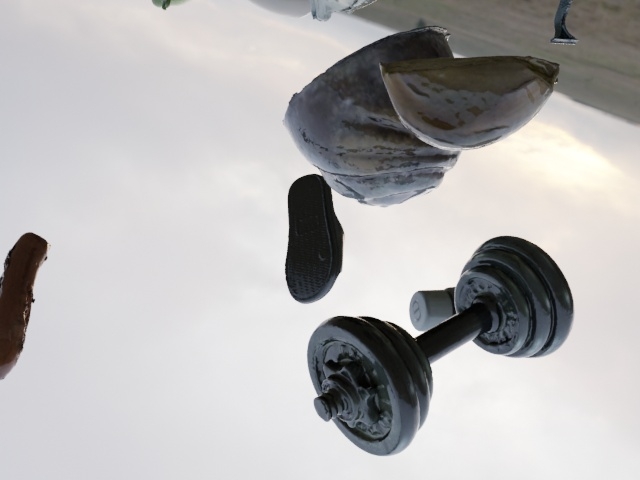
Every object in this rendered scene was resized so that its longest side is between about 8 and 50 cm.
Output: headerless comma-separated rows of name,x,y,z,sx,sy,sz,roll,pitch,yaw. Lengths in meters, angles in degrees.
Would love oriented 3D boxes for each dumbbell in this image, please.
dumbbell,0.156,0.124,1.097,0.406,0.179,0.179,-23,-142,-33

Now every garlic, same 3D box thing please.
garlic,0.164,-0.151,0.976,0.195,0.101,0.087,4,-153,18

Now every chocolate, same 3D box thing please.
chocolate,0.115,-0.166,1.355,0.303,0.303,0.213,-9,-108,-62

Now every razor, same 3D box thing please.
razor,0.398,-0.406,1.373,0.066,0.190,0.033,-9,-151,-38

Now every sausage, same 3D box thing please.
sausage,-0.549,0.109,1.569,0.078,0.078,0.304,15,-131,-17

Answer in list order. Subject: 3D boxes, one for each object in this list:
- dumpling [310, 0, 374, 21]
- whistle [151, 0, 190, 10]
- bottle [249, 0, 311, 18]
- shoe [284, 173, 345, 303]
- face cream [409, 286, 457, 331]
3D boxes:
dumpling,0.038,-0.298,0.872,0.108,0.127,0.188,36,160,5
whistle,-0.257,-0.552,1.613,0.141,0.294,0.141,13,158,5
bottle,-0.112,-0.491,1.559,0.236,0.147,0.147,3,-159,-43
shoe,0.000,0.000,1.586,0.108,0.241,0.093,-14,158,28
face cream,0.326,0.139,1.711,0.314,0.089,0.143,2,-115,-23
